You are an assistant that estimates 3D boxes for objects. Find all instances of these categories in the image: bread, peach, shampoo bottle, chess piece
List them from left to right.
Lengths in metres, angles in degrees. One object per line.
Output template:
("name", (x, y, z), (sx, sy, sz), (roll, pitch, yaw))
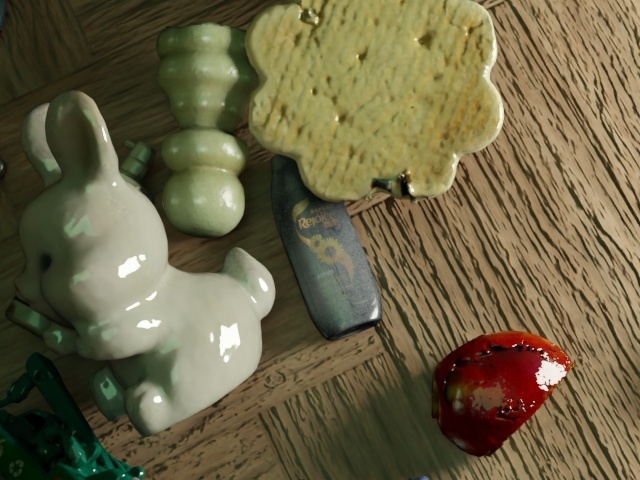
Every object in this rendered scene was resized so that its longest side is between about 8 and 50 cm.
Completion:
("shampoo bottle", (-0.271, -0.002, 1.462), (0.085, 0.085, 0.262), (27, 78, 11))
("chess piece", (-0.137, -0.124, 1.474), (0.133, 0.133, 0.243), (2, 81, 5))
("shampoo bottle", (0.000, 0.000, 1.458), (0.087, 0.049, 0.234), (-18, 73, -8))
("bread", (0.060, -0.188, 1.433), (0.316, 0.054, 0.316), (0, 91, 5))
("peach", (0.203, 0.163, 1.374), (0.172, 0.092, 0.127), (-21, 71, 1))

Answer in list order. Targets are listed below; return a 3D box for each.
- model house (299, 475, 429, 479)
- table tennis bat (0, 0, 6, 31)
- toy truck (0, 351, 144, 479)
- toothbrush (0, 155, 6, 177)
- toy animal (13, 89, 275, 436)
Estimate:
("model house", (0.016, 0.367, 1.264), (0.329, 0.252, 0.295), (18, 77, 15))
("table tennis bat", (-0.492, -0.323, 1.595), (0.215, 0.044, 0.329), (33, 82, 14))
("toy truck", (-0.259, 0.280, 1.287), (0.363, 0.176, 0.178), (37, 84, 36))
("toothbrush", (-0.486, 0.011, 1.505), (0.030, 0.030, 0.297), (35, 78, 22))
("toy animal", (-0.211, 0.016, 1.341), (0.241, 0.196, 0.368), (-42, 106, -25))
